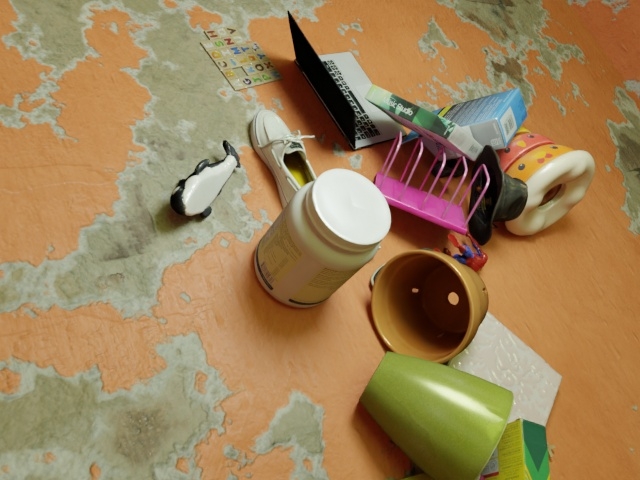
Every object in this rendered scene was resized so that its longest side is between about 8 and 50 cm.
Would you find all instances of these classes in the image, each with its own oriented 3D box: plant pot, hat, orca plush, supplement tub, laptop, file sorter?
[{"bbox_3d":[0.250,0.395,1.384,0.294,0.274,0.274,30,48,11],"label":"plant pot"},{"bbox_3d":[0.307,0.162,1.546,0.204,0.291,0.290,-6,63,-51],"label":"plant pot"},{"bbox_3d":[0.553,-0.132,1.808,0.134,0.331,0.331,4,56,0],"label":"hat"},{"bbox_3d":[-0.312,-0.161,1.492,0.102,0.151,0.287,13,52,16],"label":"orca plush"},{"bbox_3d":[0.000,0.000,1.420,0.236,0.325,0.235,15,55,-22],"label":"supplement tub"},{"bbox_3d":[0.098,-0.509,1.860,0.408,0.236,0.381,-21,73,-37],"label":"laptop"},{"bbox_3d":[0.324,-0.181,1.738,0.291,0.182,0.202,23,25,-1],"label":"file sorter"}]

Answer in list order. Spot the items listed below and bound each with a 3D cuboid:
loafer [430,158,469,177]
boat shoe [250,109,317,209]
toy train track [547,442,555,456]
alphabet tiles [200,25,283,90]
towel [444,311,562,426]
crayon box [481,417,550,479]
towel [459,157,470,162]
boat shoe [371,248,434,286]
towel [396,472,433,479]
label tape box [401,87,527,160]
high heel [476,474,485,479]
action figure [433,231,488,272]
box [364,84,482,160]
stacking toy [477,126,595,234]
[{"bbox_3d":[0.456,-0.254,2.018,0.170,0.061,0.062,-14,68,-36],"label":"loafer"},{"bbox_3d":[-0.082,-0.240,1.635,0.136,0.156,0.366,-6,65,-33],"label":"boat shoe"},{"bbox_3d":[0.619,0.558,1.631,0.048,0.014,0.083,-2,57,-23],"label":"toy train track"},{"bbox_3d":[-0.255,-0.578,1.848,0.198,0.009,0.237,-28,78,-39],"label":"alphabet tiles"},{"bbox_3d":[0.505,0.386,1.648,0.332,0.053,0.317,42,50,0],"label":"towel"},{"bbox_3d":[0.440,0.602,1.376,0.081,0.202,0.318,22,54,-17],"label":"crayon box"},{"bbox_3d":[0.476,-0.306,2.046,0.067,0.029,0.119,22,18,-17],"label":"towel"},{"bbox_3d":[0.236,0.080,1.670,0.233,0.079,0.084,-22,75,-36],"label":"boat shoe"},{"bbox_3d":[0.181,0.603,1.346,0.237,0.021,0.102,-1,67,-32],"label":"towel"},{"bbox_3d":[0.482,-0.376,1.980,0.249,0.348,0.115,-48,118,-42],"label":"label tape box"},{"bbox_3d":[0.357,0.670,1.355,0.117,0.082,0.244,33,54,3],"label":"high heel"},{"bbox_3d":[0.416,0.023,1.780,0.280,0.091,0.139,23,26,-50],"label":"action figure"},{"bbox_3d":[0.315,-0.359,1.797,0.322,0.058,0.232,34,10,33],"label":"box"},{"bbox_3d":[0.662,-0.283,2.056,0.351,0.350,0.479,-9,48,-34],"label":"stacking toy"}]
